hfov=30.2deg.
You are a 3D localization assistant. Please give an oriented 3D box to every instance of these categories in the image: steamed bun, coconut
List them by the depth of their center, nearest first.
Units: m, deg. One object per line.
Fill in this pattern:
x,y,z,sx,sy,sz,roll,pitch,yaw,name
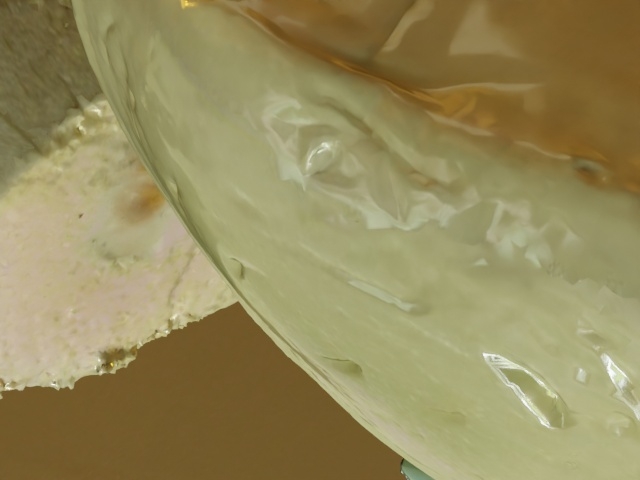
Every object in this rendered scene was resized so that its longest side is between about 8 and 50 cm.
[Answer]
0.116,-0.057,0.641,0.371,0.290,0.456,-36,-123,-24,steamed bun
-0.222,-0.110,0.952,0.405,0.404,0.404,9,-115,-19,coconut

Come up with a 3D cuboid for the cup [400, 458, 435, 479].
0.188,0.244,1.146,0.148,0.236,0.134,-44,-62,-21,cup
